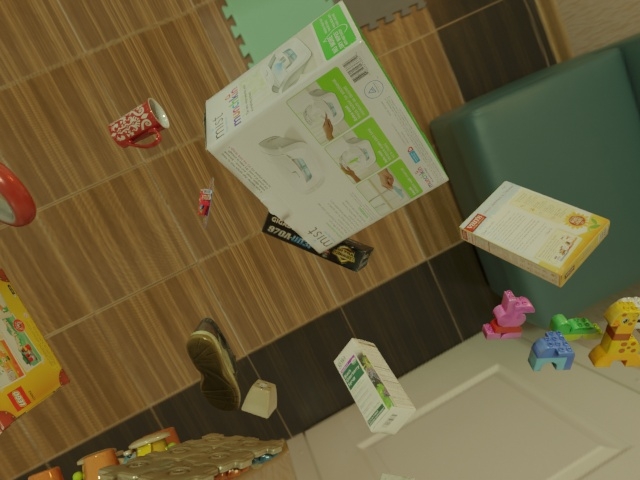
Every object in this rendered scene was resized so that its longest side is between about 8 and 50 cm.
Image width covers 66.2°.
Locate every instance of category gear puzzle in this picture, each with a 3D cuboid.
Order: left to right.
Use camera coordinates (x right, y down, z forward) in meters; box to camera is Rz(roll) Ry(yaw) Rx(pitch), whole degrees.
[{"bbox_3d":[-0.203,0.336,0.694,0.176,0.339,0.044,-7,80,29],"label":"gear puzzle"}]

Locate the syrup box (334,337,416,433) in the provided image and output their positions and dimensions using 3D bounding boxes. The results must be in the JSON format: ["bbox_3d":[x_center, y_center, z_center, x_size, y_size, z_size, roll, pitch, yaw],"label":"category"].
[{"bbox_3d":[0.135,0.372,1.271,0.096,0.237,0.093,22,111,-36],"label":"syrup box"}]

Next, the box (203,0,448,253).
[{"bbox_3d":[0.013,-0.135,0.684,0.231,0.126,0.262,-31,134,18],"label":"box"}]

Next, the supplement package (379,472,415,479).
[{"bbox_3d":[0.226,0.787,1.423,0.105,0.105,0.179,-4,111,26],"label":"supplement package"}]

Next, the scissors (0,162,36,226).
[{"bbox_3d":[-0.320,-0.043,0.423,0.021,0.297,0.109,-51,118,-37],"label":"scissors"}]

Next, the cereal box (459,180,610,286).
[{"bbox_3d":[0.443,-0.023,1.035,0.173,0.240,0.047,-41,136,-16],"label":"cereal box"}]

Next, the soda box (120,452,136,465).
[{"bbox_3d":[-0.518,0.639,1.273,0.063,0.058,0.183,29,62,4],"label":"soda box"}]

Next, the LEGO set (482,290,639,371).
[{"bbox_3d":[0.336,0.103,0.615,0.227,0.087,0.093,-2,122,-2],"label":"LEGO set"}]

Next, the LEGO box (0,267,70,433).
[{"bbox_3d":[-1.134,0.378,1.634,0.193,0.372,0.500,-28,94,7],"label":"LEGO box"}]

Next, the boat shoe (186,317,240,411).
[{"bbox_3d":[-0.132,0.166,0.647,0.056,0.049,0.152,2,127,10],"label":"boat shoe"}]

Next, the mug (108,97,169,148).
[{"bbox_3d":[-0.610,-0.378,1.638,0.169,0.150,0.113,-25,136,9],"label":"mug"}]

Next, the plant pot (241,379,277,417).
[{"bbox_3d":[-0.223,0.594,1.865,0.109,0.109,0.096,15,99,12],"label":"plant pot"}]

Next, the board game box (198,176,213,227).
[{"bbox_3d":[-0.377,-0.125,1.582,0.033,0.133,0.168,10,109,-20],"label":"board game box"}]

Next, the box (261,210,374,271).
[{"bbox_3d":[0.000,0.000,1.073,0.220,0.175,0.051,23,96,11],"label":"box"}]

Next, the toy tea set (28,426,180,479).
[{"bbox_3d":[-0.450,0.518,1.072,0.336,0.200,0.124,-18,77,-1],"label":"toy tea set"}]
